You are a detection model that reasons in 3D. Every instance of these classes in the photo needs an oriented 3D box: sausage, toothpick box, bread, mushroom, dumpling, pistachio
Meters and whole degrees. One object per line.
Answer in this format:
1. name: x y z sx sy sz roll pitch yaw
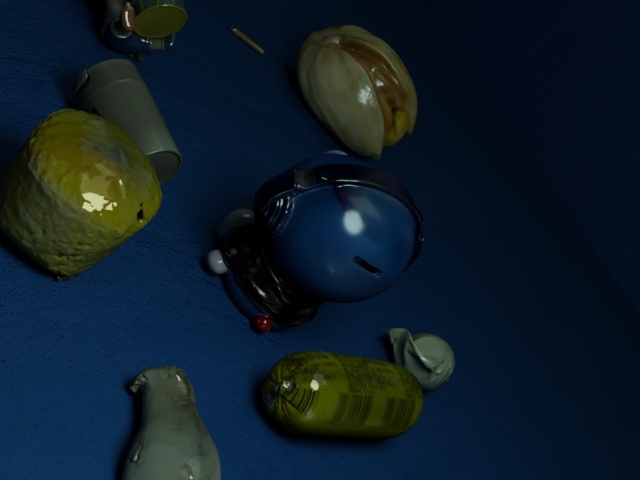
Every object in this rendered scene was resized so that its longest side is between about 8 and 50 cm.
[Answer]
1. sausage: -0.155 -0.429 2.345 0.100 0.015 0.015 34 29 -29
2. toothpick box: -0.293 -0.175 1.655 0.111 0.111 0.181 5 51 -56
3. sausage: 0.040 0.231 1.617 0.347 0.123 0.123 17 40 -50
4. bread: -0.310 -0.061 1.396 0.197 0.170 0.197 39 25 -22
5. mushroom: -0.173 0.236 1.302 0.116 0.093 0.225 16 41 -16
6. dumpling: 0.168 0.195 1.912 0.134 0.100 0.169 43 20 21
7. pistachio: 0.072 -0.328 2.361 0.309 0.230 0.230 53 25 -3

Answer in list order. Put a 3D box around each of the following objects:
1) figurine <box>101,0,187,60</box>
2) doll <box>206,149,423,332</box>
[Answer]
1. figurine: -0.329 -0.457 1.894 0.161 0.158 0.276 17 50 -63
2. doll: 0.000 0.000 1.657 0.284 0.310 0.240 29 33 -36
